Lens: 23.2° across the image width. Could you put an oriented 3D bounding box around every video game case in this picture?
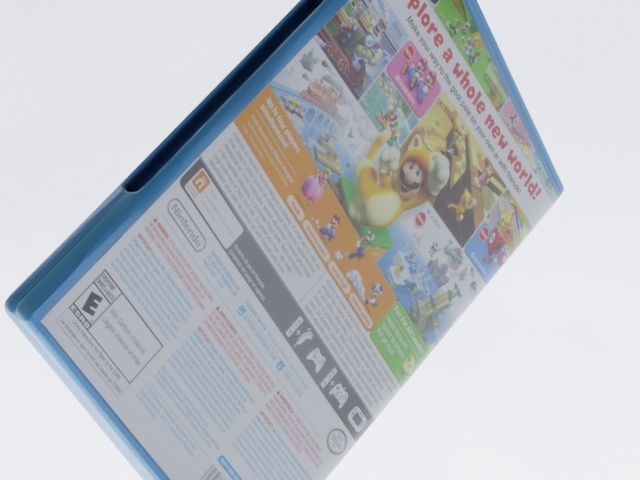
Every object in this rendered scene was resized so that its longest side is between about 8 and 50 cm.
[{"bbox_3d":[0.000,0.000,0.450,0.015,0.119,0.166,19,-121,46],"label":"video game case"}]
